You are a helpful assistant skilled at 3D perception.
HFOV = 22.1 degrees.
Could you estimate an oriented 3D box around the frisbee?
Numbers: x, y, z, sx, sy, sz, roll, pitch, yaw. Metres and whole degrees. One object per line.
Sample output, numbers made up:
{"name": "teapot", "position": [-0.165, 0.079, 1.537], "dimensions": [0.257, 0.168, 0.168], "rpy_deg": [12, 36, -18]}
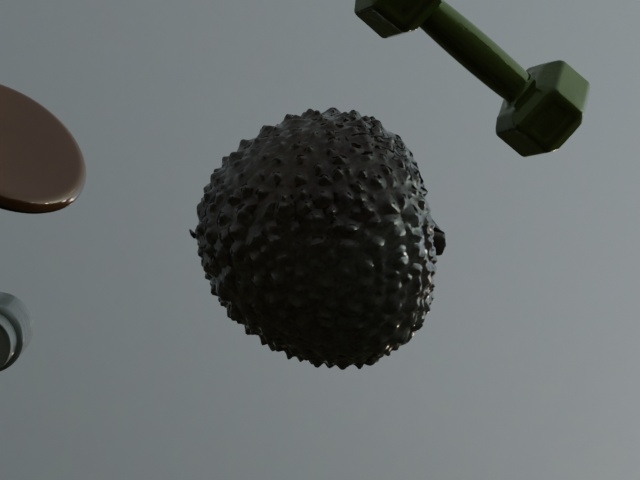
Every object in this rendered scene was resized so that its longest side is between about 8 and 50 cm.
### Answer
{"name": "frisbee", "position": [-0.425, -0.131, 2.182], "dimensions": [0.250, 0.251, 0.021], "rpy_deg": [8, -48, -38]}

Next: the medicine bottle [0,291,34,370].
{"name": "medicine bottle", "position": [-0.365, 0.105, 1.814], "dimensions": [0.080, 0.080, 0.130], "rpy_deg": [-10, 8, 0]}

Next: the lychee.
{"name": "lychee", "position": [0.004, 0.002, 1.851], "dimensions": [0.300, 0.300, 0.300], "rpy_deg": [-9, -22, -3]}

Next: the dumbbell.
{"name": "dumbbell", "position": [0.179, -0.222, 1.915], "dimensions": [0.302, 0.108, 0.121], "rpy_deg": [38, -76, -15]}
